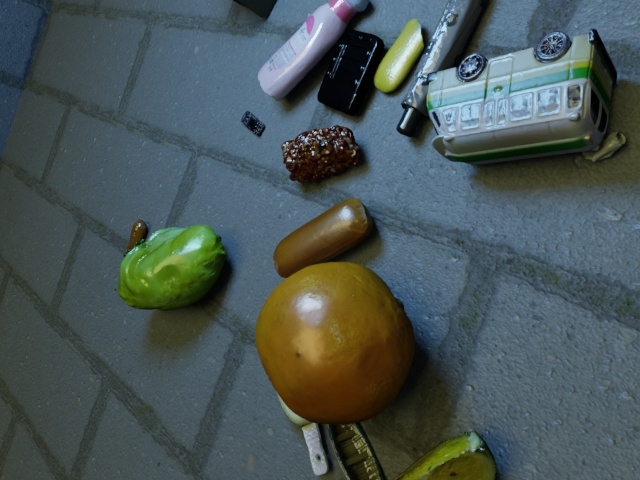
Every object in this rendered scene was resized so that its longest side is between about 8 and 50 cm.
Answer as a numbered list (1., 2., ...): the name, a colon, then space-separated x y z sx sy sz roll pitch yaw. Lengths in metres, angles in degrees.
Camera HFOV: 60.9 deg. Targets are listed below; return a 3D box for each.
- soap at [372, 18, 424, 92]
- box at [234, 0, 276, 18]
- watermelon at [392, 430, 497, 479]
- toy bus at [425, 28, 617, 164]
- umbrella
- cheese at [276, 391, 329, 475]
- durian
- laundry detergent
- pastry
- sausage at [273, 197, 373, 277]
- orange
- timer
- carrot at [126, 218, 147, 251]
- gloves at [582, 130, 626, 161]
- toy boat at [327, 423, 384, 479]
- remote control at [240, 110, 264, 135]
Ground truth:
1. soap: 0.182 -0.412 1.228 0.168 0.033 0.089 -52 55 19
2. box: -0.233 -0.763 1.496 0.143 0.273 0.184 42 108 34
3. watermelon: 0.198 0.426 0.956 0.301 0.129 0.123 -46 52 28
4. toy bus: 0.341 -0.234 0.971 0.305 0.143 0.179 -1 72 41
5. umbrella: 0.248 -0.377 1.141 0.067 0.073 0.337 38 106 58
6. cheese: -0.033 0.385 1.206 0.127 0.050 0.255 -31 62 30
7. durian: -0.405 0.073 1.490 0.339 0.204 0.256 -1 67 42
8. laundry detergent: -0.021 -0.506 1.377 0.335 0.088 0.159 -40 37 24
9. pastry: -0.001 -0.207 1.286 0.208 0.115 0.097 -16 58 38
10. sausage: 0.000 0.001 1.238 0.274 0.105 0.105 -31 62 30
11. orange: 0.030 0.193 1.038 0.312 0.312 0.312 -10 73 37
12. timer: 0.075 -0.401 1.300 0.144 0.055 0.187 38 109 48
13. carrot: -0.613 0.033 1.775 0.048 0.048 0.216 34 107 39
14. gloves: 0.482 -0.158 0.917 0.081 0.037 0.044 -15 30 51
15. toy boat: 0.057 0.419 1.120 0.229 0.080 0.046 59 151 32
16. remote control: -0.189 -0.327 1.525 0.096 0.014 0.039 44 108 36
